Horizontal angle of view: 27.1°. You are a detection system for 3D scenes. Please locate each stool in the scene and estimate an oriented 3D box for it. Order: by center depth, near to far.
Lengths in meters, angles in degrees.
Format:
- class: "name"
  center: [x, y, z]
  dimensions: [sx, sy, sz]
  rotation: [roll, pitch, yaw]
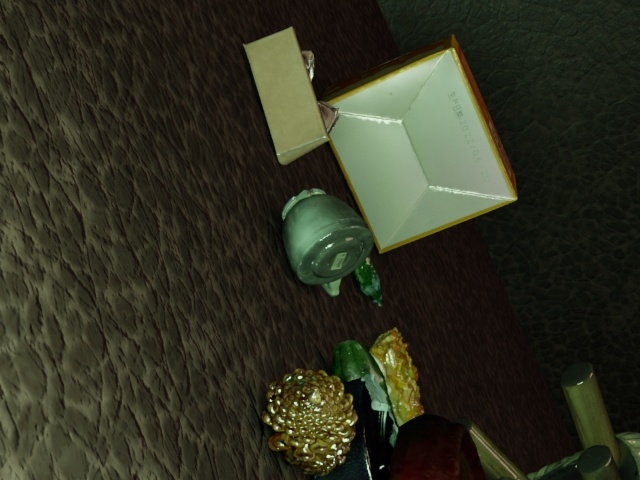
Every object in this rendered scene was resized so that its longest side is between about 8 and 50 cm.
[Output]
- class: "stool"
  center: [0.367, 0.386, 2.092]
  dimensions: [0.226, 0.310, 0.310]
  rotation: [56, 18, -23]

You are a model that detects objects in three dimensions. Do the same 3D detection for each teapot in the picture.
- class: "teapot"
  center: [0.007, -0.007, 1.710]
  dimensions: [0.149, 0.111, 0.108]
  rotation: [36, 19, -57]

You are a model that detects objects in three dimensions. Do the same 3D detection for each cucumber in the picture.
- class: "cucumber"
  center: [0.065, 0.232, 1.635]
  dimensions: [0.069, 0.069, 0.227]
  rotation: [28, 44, -71]
- class: "cucumber"
  center: [0.062, 0.038, 2.008]
  dimensions: [0.155, 0.037, 0.037]
  rotation: [63, 14, -17]

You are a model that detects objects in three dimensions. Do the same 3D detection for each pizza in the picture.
- class: "pizza"
  center: [0.113, 0.194, 1.932]
  dimensions: [0.134, 0.046, 0.175]
  rotation: [46, 25, -58]

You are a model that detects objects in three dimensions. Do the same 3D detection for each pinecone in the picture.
- class: "pinecone"
  center: [-0.008, 0.191, 1.352]
  dimensions: [0.102, 0.102, 0.109]
  rotation: [-86, 162, -63]

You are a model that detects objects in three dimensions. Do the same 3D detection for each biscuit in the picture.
- class: "biscuit"
  center: [0.156, 0.397, 1.487]
  dimensions: [0.407, 0.091, 0.407]
  rotation: [-9, 90, -77]

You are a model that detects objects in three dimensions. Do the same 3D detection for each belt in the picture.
- class: "belt"
  center: [0.046, 0.243, 1.503]
  dimensions: [0.198, 0.078, 0.151]
  rotation: [-92, 159, -48]

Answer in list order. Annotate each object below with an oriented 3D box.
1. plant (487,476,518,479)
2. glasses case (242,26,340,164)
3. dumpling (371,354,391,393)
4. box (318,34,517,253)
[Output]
- class: "plant"
  center: [0.245, 0.470, 1.816]
  dimensions: [0.146, 0.149, 0.274]
  rotation: [19, 53, -14]
- class: "glasses case"
  center: [-0.032, -0.207, 1.892]
  dimensions: [0.070, 0.102, 0.193]
  rotation: [52, 19, -69]
- class: "dumpling"
  center: [0.060, 0.176, 1.730]
  dimensions: [0.057, 0.052, 0.076]
  rotation: [-112, -176, -61]
- class: "box"
  center: [0.168, -0.172, 2.294]
  dimensions: [0.214, 0.259, 0.283]
  rotation: [-62, 129, -72]
